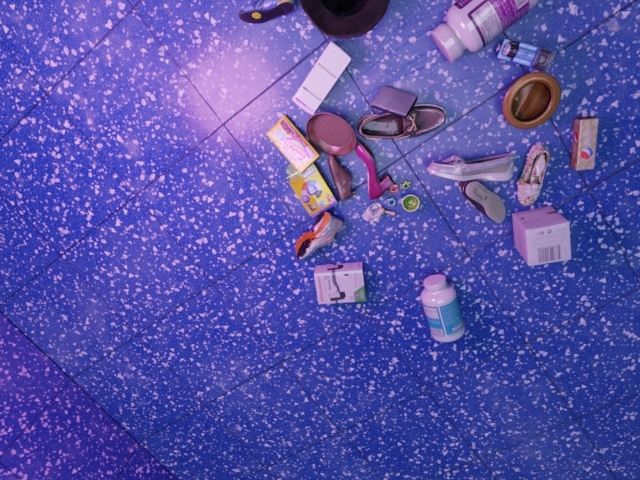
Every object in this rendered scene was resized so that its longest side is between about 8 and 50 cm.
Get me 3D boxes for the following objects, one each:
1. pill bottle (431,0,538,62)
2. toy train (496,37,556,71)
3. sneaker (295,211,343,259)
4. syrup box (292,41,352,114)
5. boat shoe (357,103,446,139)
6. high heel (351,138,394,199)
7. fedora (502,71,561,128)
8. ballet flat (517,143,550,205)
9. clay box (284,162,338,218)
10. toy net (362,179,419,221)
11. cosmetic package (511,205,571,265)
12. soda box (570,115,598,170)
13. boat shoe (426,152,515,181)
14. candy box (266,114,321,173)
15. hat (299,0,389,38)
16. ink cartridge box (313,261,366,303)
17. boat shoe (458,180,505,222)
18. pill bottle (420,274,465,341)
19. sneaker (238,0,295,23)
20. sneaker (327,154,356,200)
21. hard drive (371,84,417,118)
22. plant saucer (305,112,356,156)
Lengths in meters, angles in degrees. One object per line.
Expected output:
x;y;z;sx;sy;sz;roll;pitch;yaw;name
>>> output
0.515;-0.719;1.426;0.301;0.169;0.169;-35;105;18;pill bottle
0.681;-0.617;1.483;0.183;0.105;0.080;16;113;-1;toy train
0.000;0.000;1.818;0.120;0.099;0.262;17;132;-33;sneaker
0.005;-0.572;1.579;0.096;0.093;0.237;36;112;-9;syrup box
0.294;-0.422;1.609;0.323;0.097;0.117;-4;112;8;boat shoe
0.169;-0.270;1.702;0.117;0.082;0.244;-35;112;22;high heel
0.723;-0.487;1.541;0.194;0.079;0.195;5;120;8;fedora
0.785;-0.235;1.645;0.091;0.077;0.241;2;113;4;ballet flat
-0.038;-0.213;1.754;0.127;0.053;0.222;-29;107;16;clay box
0.267;-0.143;1.754;0.232;0.045;0.122;-23;108;15;toy net
0.824;-0.019;1.670;0.151;0.184;0.152;-11;111;11;cosmetic package
0.942;-0.347;1.592;0.061;0.058;0.182;-5;112;8;soda box
0.551;-0.274;1.638;0.319;0.118;0.103;2;107;1;boat shoe
-0.103;-0.362;1.687;0.105;0.027;0.206;-42;87;20;candy box
0.073;-0.814;1.452;0.330;0.134;0.332;-1;96;-5;hat
0.084;0.181;1.884;0.208;0.087;0.153;-6;111;9;ink cartridge box
0.622;-0.151;1.705;0.233;0.079;0.084;36;87;-22;boat shoe
0.502;0.276;1.847;0.146;0.146;0.264;-15;110;12;pill bottle
-0.183;-0.809;1.527;0.209;0.069;0.082;-8;79;18;sneaker
0.083;-0.251;1.730;0.071;0.066;0.189;-21;115;-3;sneaker
0.262;-0.489;1.572;0.135;0.022;0.094;26;73;20;hard drive
0.043;-0.396;1.639;0.198;0.036;0.199;19;147;13;plant saucer
